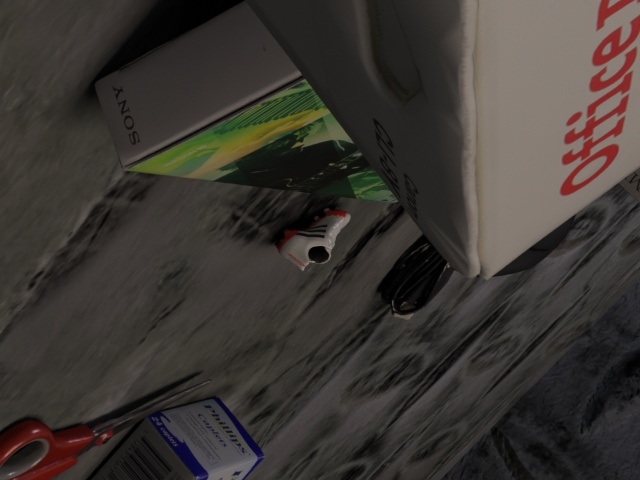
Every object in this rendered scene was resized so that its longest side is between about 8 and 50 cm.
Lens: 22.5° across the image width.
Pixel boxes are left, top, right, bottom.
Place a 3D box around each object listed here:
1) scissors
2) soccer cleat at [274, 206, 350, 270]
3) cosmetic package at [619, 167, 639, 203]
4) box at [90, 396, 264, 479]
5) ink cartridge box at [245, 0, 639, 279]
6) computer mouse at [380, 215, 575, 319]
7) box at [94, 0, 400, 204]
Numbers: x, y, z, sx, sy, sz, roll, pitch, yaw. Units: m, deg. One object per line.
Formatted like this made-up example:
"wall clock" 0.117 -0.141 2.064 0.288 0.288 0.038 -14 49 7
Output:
"scissors" -0.186 0.158 1.231 0.109 0.021 0.297 -52 164 19
"soccer cleat" 0.000 0.000 1.236 0.083 0.035 0.029 -24 155 -50
"cosmetic package" 0.436 -0.181 1.557 0.155 0.197 0.365 -23 153 -52
"box" -0.133 0.210 1.389 0.126 0.072 0.137 -48 165 18
"ink cartridge box" 0.145 -0.195 0.461 0.385 0.160 0.279 -36 159 -8
"computer mouse" 0.187 -0.004 1.627 0.188 0.072 0.272 -53 162 27
"box" 0.063 -0.093 0.893 0.232 0.058 0.322 -25 165 27
